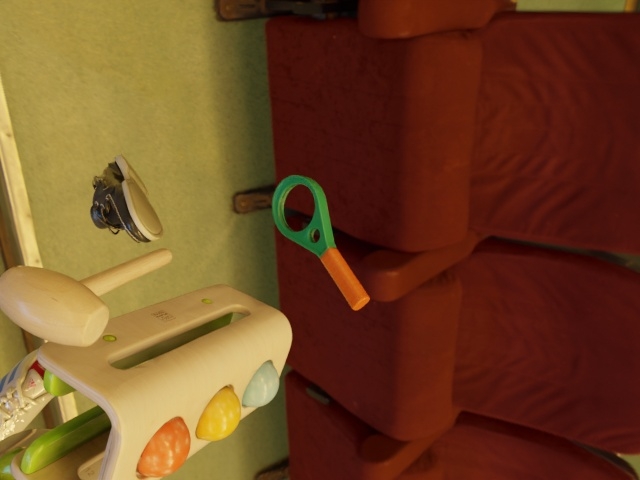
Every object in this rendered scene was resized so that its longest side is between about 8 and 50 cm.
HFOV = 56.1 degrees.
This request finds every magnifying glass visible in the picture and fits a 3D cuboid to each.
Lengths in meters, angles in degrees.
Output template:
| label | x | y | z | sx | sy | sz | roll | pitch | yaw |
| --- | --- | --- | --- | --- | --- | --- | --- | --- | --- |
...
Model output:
| label | x | y | z | sx | sy | sz | roll | pitch | yaw |
| --- | --- | --- | --- | --- | --- | --- | --- | --- | --- |
| magnifying glass | 0.000 | 0.000 | 0.866 | 0.026 | 0.231 | 0.092 | 5 | 135 | -49 |

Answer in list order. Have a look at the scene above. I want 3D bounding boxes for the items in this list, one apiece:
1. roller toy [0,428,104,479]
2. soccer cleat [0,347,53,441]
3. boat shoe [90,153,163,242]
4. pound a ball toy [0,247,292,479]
| label | x | y | z | sx | sy | sz | roll | pitch | yaw |
| --- | --- | --- | --- | --- | --- | --- | --- | --- | --- |
| roller toy | -0.294 | 0.295 | 0.595 | 0.210 | 0.146 | 0.191 | -21 | 93 | 17 |
| soccer cleat | -0.621 | 0.328 | 1.193 | 0.116 | 0.143 | 0.331 | 47 | 44 | -16 |
| boat shoe | -0.410 | -0.071 | 1.216 | 0.113 | 0.340 | 0.127 | -33 | 131 | -5 |
| pound a ball toy | -0.134 | 0.114 | 0.556 | 0.319 | 0.136 | 0.208 | -17 | 129 | -65 |
